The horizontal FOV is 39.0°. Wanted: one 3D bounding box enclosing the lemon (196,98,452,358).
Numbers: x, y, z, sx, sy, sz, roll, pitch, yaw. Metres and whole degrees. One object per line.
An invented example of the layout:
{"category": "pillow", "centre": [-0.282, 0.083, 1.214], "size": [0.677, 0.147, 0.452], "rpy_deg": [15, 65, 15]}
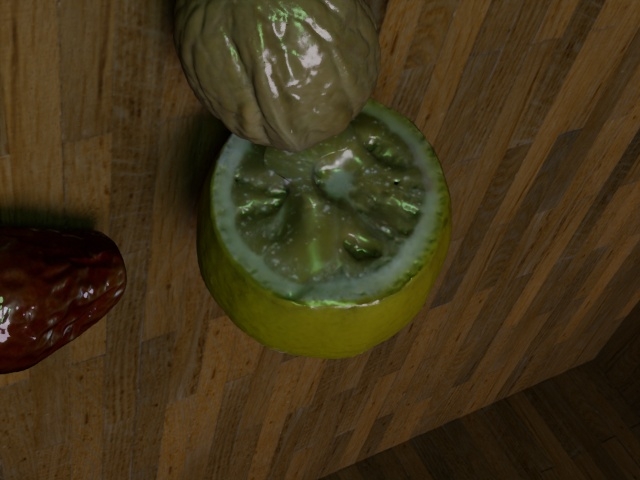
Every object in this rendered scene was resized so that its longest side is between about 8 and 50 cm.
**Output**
{"category": "lemon", "centre": [0.000, 0.000, 1.233], "size": [0.364, 0.364, 0.364], "rpy_deg": [-24, 149, -16]}

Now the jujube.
{"category": "jujube", "centre": [-0.367, 0.066, 1.135], "size": [0.255, 0.190, 0.190], "rpy_deg": [-16, 146, -39]}

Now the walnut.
{"category": "walnut", "centre": [-0.046, -0.216, 0.998], "size": [0.225, 0.225, 0.261], "rpy_deg": [-32, 151, -2]}
